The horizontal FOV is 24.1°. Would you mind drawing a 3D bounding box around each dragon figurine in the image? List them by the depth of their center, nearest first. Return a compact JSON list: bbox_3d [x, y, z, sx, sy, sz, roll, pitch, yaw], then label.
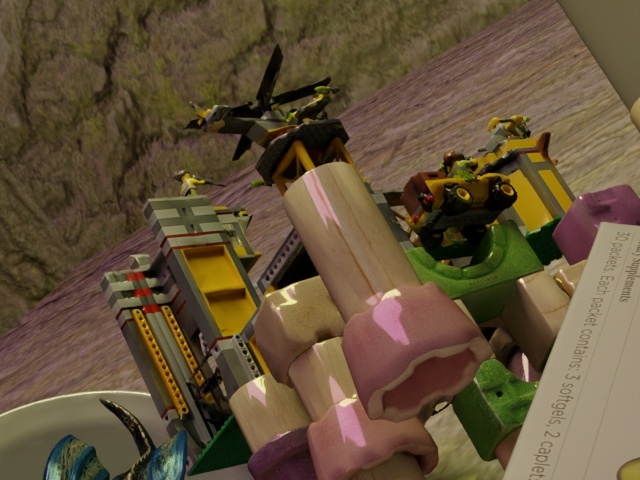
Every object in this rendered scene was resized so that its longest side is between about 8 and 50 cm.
[{"bbox_3d":[-0.121,0.168,0.921,0.085,0.144,0.289,-3,41,3],"label":"dragon figurine"}]

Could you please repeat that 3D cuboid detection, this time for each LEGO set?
[{"bbox_3d":[0.000,0.000,1.008,0.255,0.192,0.331,-12,-31,-31],"label":"LEGO set"}]

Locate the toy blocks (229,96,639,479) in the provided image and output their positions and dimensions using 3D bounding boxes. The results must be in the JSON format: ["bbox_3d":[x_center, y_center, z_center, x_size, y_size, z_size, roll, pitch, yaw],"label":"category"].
[{"bbox_3d":[0.127,0.116,0.824,0.289,0.260,0.309,-16,-29,-24],"label":"toy blocks"}]

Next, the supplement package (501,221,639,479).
[{"bbox_3d":[0.140,0.142,0.500,0.145,0.204,0.262,6,27,17],"label":"supplement package"}]

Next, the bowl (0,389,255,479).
[{"bbox_3d":[-0.158,0.254,1.039,0.298,0.134,0.298,-4,41,3],"label":"bowl"}]

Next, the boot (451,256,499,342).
[{"bbox_3d":[0.154,0.033,1.351,0.189,0.076,0.208,-48,2,9],"label":"boot"}]

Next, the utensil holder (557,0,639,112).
[{"bbox_3d":[0.341,-0.251,1.187,0.328,0.385,0.327,-34,11,8],"label":"utensil holder"}]
